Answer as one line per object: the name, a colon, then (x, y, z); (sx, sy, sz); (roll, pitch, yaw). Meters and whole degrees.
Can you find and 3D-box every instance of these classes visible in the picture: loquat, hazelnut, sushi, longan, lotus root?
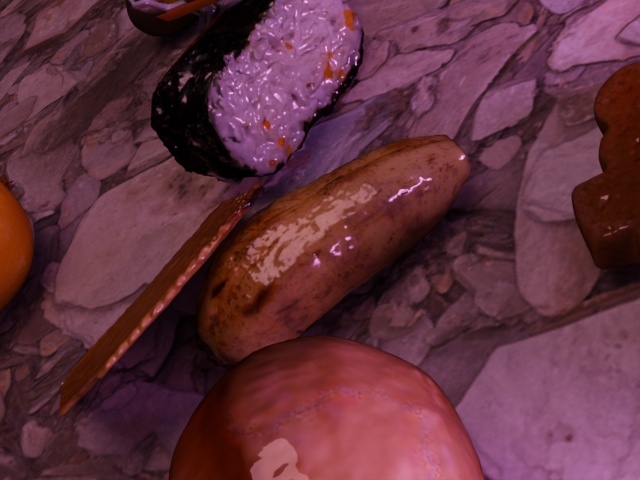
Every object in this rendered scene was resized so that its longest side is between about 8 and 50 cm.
loquat: (-0.413, 0.003, 1.151); (0.208, 0.208, 0.208); (-25, 38, 21)
hazelnut: (-0.003, 0.157, 0.613); (0.214, 0.176, 0.214); (-54, 23, 36)
sushi: (-0.056, -0.159, 1.043); (0.126, 0.136, 0.225); (-2, 43, 39)
longan: (-0.198, -0.312, 1.379); (0.113, 0.092, 0.113); (-42, 17, 16)
lotus root: (0.000, 0.000, 0.850); (0.258, 0.097, 0.110); (-38, 32, -2)

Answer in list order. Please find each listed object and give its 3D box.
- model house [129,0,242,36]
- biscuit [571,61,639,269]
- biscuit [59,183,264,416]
model house: (-0.084, -0.336, 1.192); (0.224, 0.215, 0.198); (-15, 74, 34)
biscuit: (0.304, -0.062, 0.670); (0.302, 0.043, 0.278); (-25, 36, 20)
biscuit: (-0.141, 0.048, 0.914); (0.237, 0.013, 0.232); (-50, 9, -9)
